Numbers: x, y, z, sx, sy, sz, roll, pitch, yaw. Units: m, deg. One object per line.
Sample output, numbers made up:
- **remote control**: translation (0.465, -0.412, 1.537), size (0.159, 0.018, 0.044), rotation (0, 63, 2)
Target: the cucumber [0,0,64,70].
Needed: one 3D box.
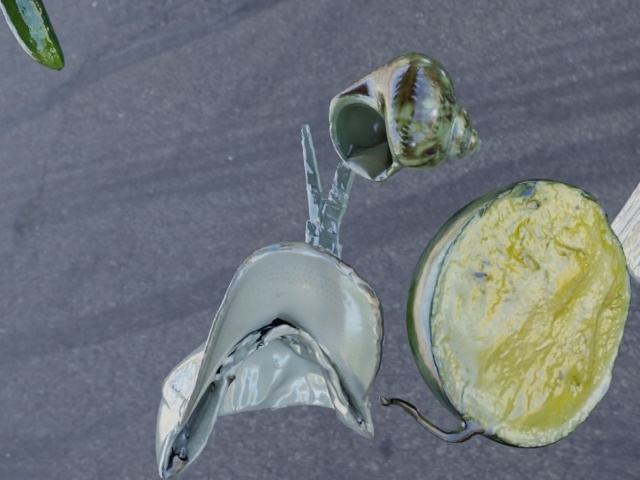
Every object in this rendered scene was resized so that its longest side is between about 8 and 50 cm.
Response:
- **cucumber**: translation (-0.392, -0.331, 1.172), size (0.056, 0.056, 0.250), rotation (-12, 106, 32)

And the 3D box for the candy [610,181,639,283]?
- **candy**: translation (0.607, 0.016, 1.470), size (0.208, 0.145, 0.359), rotation (-57, 15, 19)

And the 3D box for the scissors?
- **scissors**: translation (0.000, 0.000, 1.513), size (0.256, 0.029, 0.383), rotation (17, 120, 27)

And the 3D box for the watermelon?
- **watermelon**: translation (0.151, 0.062, 0.774), size (0.127, 0.204, 0.232), rotation (10, 71, 62)

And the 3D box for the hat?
- **hat**: translation (-0.069, 0.122, 1.041), size (0.168, 0.257, 0.301), rotation (52, 140, 47)

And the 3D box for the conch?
- **conch**: translation (0.111, -0.151, 1.185), size (0.181, 0.124, 0.187), rotation (53, 143, 36)
